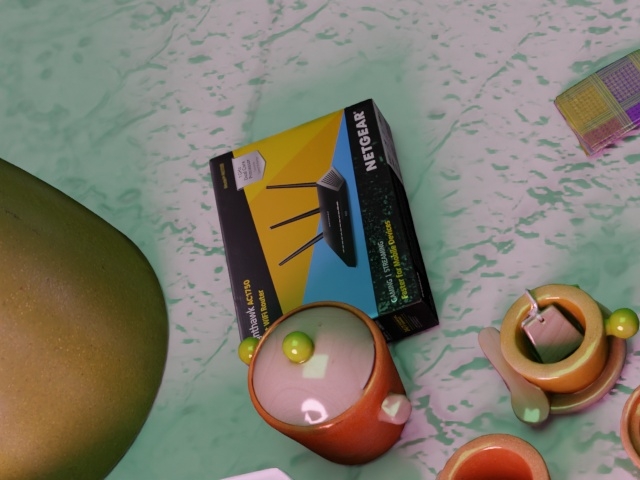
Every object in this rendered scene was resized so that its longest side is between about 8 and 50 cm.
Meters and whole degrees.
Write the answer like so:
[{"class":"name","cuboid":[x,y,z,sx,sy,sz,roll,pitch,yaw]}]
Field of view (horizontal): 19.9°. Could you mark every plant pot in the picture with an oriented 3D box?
[{"class":"plant pot","cuboid":[-0.291,0.028,1.259,0.275,0.293,0.274,-11,57,18]}]

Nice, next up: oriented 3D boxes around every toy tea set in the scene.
[{"class":"toy tea set","cuboid":[0.097,0.106,1.145,0.336,0.124,0.200,-18,56,14]}]

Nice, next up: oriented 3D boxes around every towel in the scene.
[{"class":"towel","cuboid":[0.210,-0.099,1.287,0.083,0.009,0.060,-32,53,3]}]

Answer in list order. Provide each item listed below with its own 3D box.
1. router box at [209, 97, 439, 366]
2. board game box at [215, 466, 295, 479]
[{"class":"router box","cuboid":[0.000,0.000,1.299,0.133,0.046,0.179,-21,55,12]},{"class":"board game box","cuboid":[-0.167,0.364,1.113,0.390,0.050,0.390,-16,59,25]}]
